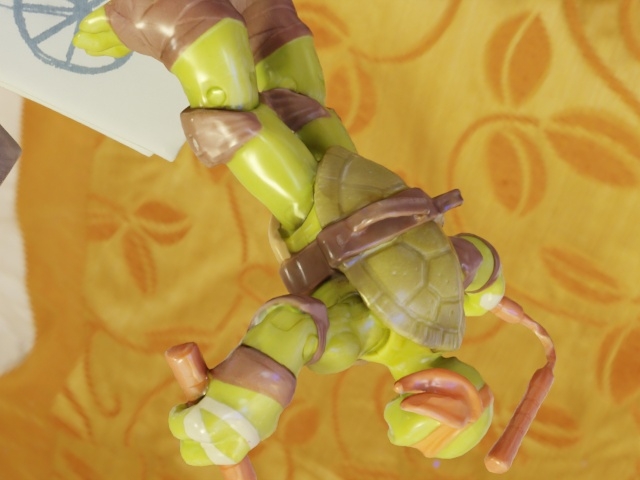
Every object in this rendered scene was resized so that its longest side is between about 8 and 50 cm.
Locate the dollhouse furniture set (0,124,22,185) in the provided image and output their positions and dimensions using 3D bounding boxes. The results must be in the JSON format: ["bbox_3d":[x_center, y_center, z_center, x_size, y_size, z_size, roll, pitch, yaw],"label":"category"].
[{"bbox_3d":[-0.227,-0.028,0.535,0.144,0.123,0.151,-17,125,35],"label":"dollhouse furniture set"}]

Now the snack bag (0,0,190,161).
[{"bbox_3d":[-0.169,-0.267,0.973,0.323,0.037,0.343,25,96,-17],"label":"snack bag"}]

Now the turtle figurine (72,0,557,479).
[{"bbox_3d":[0.000,0.000,0.540,0.087,0.269,0.217,-38,79,35],"label":"turtle figurine"}]
